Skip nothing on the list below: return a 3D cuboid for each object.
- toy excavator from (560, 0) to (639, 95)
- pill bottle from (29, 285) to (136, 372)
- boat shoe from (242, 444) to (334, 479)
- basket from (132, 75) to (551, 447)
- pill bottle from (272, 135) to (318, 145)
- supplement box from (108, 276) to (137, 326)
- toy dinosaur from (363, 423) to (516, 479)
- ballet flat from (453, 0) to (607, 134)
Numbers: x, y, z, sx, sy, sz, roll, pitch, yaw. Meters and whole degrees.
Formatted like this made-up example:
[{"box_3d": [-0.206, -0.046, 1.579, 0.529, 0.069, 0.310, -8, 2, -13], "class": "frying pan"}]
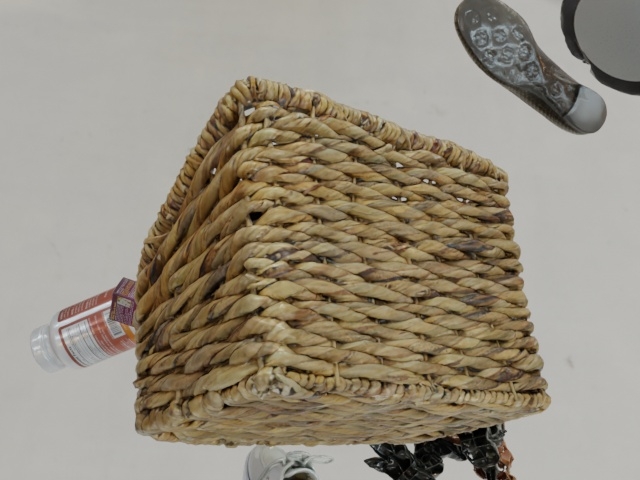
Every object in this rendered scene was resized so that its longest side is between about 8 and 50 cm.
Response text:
[{"box_3d": [0.448, -0.145, 0.502, 0.445, 0.433, 0.222, 44, 62, 0], "class": "toy excavator"}, {"box_3d": [-0.430, 0.170, 1.597, 0.216, 0.121, 0.121, -22, 53, 9], "class": "pill bottle"}, {"box_3d": [-0.040, 0.429, 1.473, 0.135, 0.157, 0.367, 10, 16, -20], "class": "boat shoe"}, {"box_3d": [0.005, 0.042, 0.676, 0.299, 0.213, 0.223, 11, 63, -38], "class": "basket"}, {"box_3d": [0.000, 0.000, 1.146, 0.160, 0.283, 0.160, -4, 35, 3], "class": "pill bottle"}, {"box_3d": [-0.266, 0.099, 1.259, 0.083, 0.055, 0.043, 19, 35, 2], "class": "supplement box"}, {"box_3d": [0.185, 0.236, 1.098, 0.322, 0.164, 0.218, 37, 18, 14], "class": "toy dinosaur"}, {"box_3d": [0.256, -0.213, 1.053, 0.249, 0.058, 0.084, 32, 87, -21], "class": "ballet flat"}]
